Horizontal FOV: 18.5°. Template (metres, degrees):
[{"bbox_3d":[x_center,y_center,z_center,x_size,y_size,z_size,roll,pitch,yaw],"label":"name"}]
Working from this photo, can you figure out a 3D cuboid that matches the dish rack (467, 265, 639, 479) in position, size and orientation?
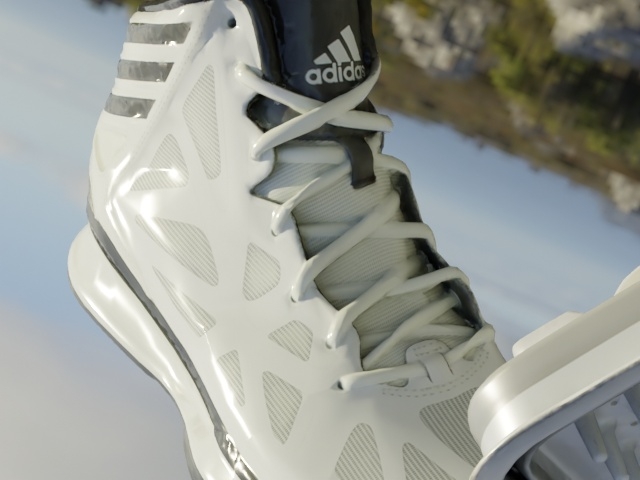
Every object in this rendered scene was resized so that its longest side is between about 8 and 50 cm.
[{"bbox_3d":[0.225,0.071,0.876,0.333,0.285,0.072,42,-159,-51],"label":"dish rack"}]

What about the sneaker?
[{"bbox_3d":[-0.001,0.000,1.059,0.169,0.258,0.447,-15,-143,-33],"label":"sneaker"}]
